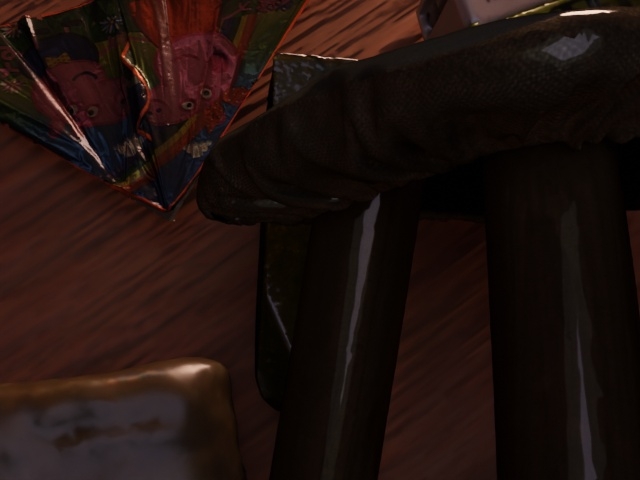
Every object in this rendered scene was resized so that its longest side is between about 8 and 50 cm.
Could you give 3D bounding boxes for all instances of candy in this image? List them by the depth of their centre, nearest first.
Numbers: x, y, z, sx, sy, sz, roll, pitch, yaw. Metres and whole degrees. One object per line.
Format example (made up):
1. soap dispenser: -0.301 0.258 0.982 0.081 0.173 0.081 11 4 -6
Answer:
1. candy: -0.161 0.133 0.634 0.234 0.102 0.104 -6 78 -10

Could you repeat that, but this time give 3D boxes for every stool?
1. stool: 0.128 0.034 0.523 0.310 0.310 0.226 -5 84 -29

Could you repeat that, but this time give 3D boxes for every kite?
1. kite: -0.116 -0.117 0.710 0.321 0.016 0.234 -16 65 -1

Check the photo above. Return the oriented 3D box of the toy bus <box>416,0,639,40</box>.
1. toy bus: 0.221 -0.155 0.740 0.302 0.113 0.139 -21 80 -13

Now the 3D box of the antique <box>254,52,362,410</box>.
1. antique: 0.000 0.000 0.691 0.080 0.081 0.221 4 76 -4
